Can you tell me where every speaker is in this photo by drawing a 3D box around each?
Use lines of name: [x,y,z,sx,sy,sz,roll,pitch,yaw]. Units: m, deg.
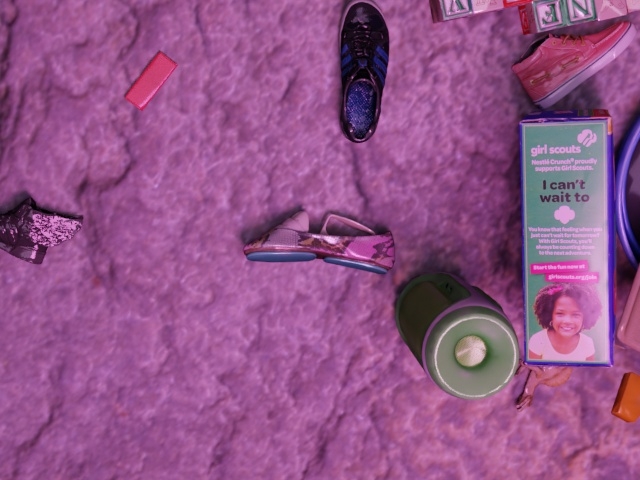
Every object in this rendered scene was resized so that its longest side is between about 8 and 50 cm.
speaker: [0.178,0.121,1.432,0.131,0.296,0.131,-1,98,-4]

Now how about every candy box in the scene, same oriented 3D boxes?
candy box: [0.336,-0.016,1.431,0.122,0.268,0.317,-2,99,16]

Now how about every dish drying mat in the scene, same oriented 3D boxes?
dish drying mat: [-0.240,-0.225,1.502,0.032,0.008,0.083,38,93,-9]

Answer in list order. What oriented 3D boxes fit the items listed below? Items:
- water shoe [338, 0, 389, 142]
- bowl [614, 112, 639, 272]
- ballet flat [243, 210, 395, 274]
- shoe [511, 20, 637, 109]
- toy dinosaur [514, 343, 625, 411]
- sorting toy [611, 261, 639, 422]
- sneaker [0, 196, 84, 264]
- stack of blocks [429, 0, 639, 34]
water shoe: [0.065,-0.238,1.485,0.073,0.080,0.203,-1,98,-4]
bowl: [0.613,-0.075,1.544,0.391,0.077,0.391,0,100,-3]
ballet flat: [0.000,0.000,1.524,0.222,0.077,0.079,6,79,-10]
shoe: [0.359,-0.272,1.510,0.178,0.063,0.081,-38,104,6]
toy dinosaur: [0.352,0.178,1.586,0.183,0.053,0.092,-37,114,9]
sorting toy: [0.514,0.128,1.446,0.229,0.041,0.307,28,70,-10]
sneaker: [-0.429,-0.027,1.496,0.170,0.051,0.089,25,95,-12]
stack of blocks: [0.299,-0.376,1.479,0.297,0.087,0.171,-12,99,-3]
